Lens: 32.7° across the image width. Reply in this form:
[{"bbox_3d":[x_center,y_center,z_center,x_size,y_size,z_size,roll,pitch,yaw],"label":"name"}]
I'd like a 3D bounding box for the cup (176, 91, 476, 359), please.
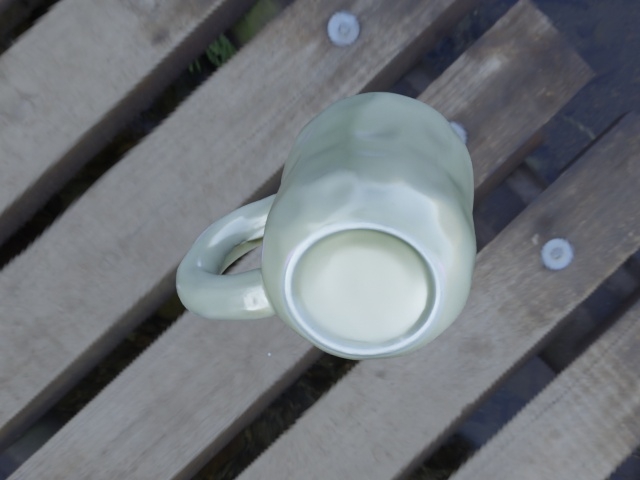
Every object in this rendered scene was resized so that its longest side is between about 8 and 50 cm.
[{"bbox_3d":[0.003,-0.017,0.923,0.255,0.202,0.173,5,122,5],"label":"cup"}]
